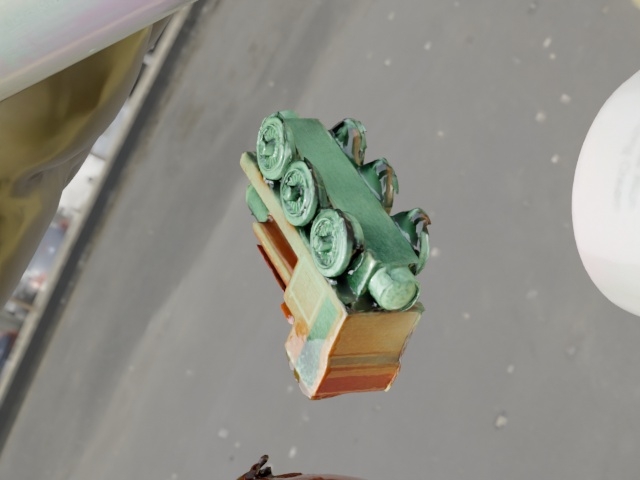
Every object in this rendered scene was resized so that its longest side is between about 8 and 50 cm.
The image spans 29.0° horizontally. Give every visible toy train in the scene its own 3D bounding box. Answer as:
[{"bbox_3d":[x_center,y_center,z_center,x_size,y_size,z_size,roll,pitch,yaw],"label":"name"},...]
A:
[{"bbox_3d":[0.000,0.000,0.764,0.176,0.074,0.118,55,135,42],"label":"toy train"}]

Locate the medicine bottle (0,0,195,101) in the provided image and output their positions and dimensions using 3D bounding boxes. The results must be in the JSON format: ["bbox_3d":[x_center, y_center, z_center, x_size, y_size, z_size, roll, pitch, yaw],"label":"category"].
[{"bbox_3d":[-0.096,-0.147,0.579,0.426,0.108,0.108,-24,32,12],"label":"medicine bottle"}]

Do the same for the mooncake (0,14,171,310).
[{"bbox_3d":[-0.271,-0.143,0.925,0.467,0.262,0.467,-54,13,18],"label":"mooncake"}]

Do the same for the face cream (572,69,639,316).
[{"bbox_3d":[0.209,0.015,0.298,0.345,0.102,0.102,20,84,58],"label":"face cream"}]

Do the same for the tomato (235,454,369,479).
[{"bbox_3d":[-0.011,0.296,0.621,0.272,0.341,0.341,40,108,25],"label":"tomato"}]
